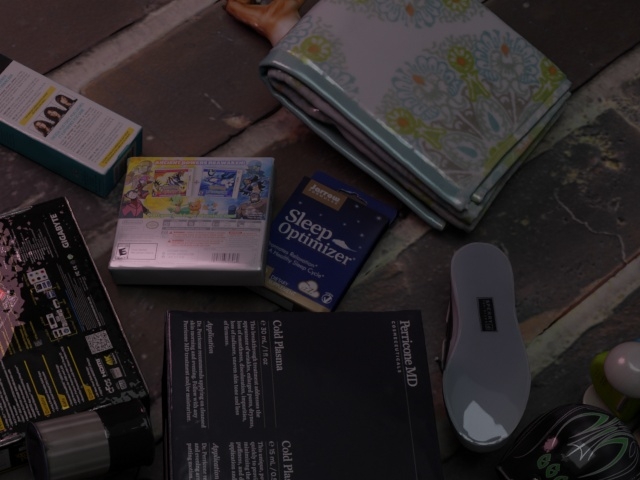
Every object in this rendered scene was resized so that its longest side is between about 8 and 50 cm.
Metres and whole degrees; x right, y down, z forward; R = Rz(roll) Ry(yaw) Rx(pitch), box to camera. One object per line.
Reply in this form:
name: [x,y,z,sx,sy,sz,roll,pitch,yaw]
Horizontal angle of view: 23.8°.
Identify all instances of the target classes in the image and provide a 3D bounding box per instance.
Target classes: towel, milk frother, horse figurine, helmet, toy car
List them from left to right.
milk frother: [-0.263,0.275,1.785,0.134,0.129,0.143,-11,52,-25]
horse figurine: [-0.020,-0.290,2.229,0.174,0.066,0.263,-12,57,-21]
towel: [0.143,-0.221,2.151,0.374,0.090,0.320,40,59,3]
helmet: [0.311,0.277,1.847,0.161,0.169,0.169,-36,66,-3]
toy car: [0.427,0.196,1.909,0.136,0.159,0.182,-36,67,-26]

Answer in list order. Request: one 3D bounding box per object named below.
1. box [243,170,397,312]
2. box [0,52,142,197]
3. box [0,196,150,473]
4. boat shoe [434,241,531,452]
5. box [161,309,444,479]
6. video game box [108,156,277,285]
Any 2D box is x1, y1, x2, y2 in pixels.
box: [0.000,0.000,2.059,0.136,0.036,0.225,27,57,11]
box: [-0.375,-0.161,2.101,0.244,0.060,0.100,28,58,11]
box: [-0.387,0.119,1.907,0.257,0.079,0.322,-19,61,-17]
boat shoe: [0.200,0.150,1.945,0.113,0.105,0.306,-1,51,-3]
box: [-0.027,0.269,1.791,0.312,0.179,0.343,0,57,-8]
video game box: [-0.168,-0.027,2.027,0.205,0.048,0.187,1,57,7]
